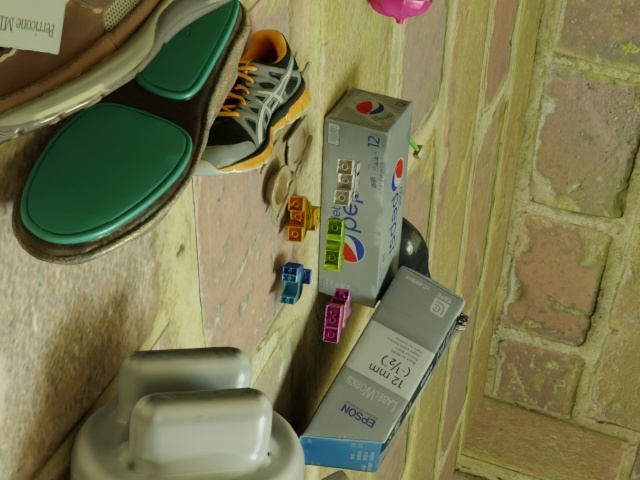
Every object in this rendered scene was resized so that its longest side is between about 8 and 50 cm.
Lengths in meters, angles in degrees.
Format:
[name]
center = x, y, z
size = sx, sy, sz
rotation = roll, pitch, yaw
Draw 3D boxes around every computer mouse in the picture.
[computer mouse]
center = 0.114, 0.054, 1.729
size = 0.072, 0.188, 0.272
rotation = -56, 147, -22

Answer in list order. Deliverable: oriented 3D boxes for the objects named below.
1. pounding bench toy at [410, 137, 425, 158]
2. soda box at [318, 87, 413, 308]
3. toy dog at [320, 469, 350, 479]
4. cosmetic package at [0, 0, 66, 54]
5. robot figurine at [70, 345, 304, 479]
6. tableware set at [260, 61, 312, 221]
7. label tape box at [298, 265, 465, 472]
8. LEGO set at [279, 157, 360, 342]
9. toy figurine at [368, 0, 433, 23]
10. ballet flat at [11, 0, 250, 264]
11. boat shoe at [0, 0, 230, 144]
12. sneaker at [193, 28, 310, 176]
[pounding bench toy]
center = 0.110, -0.150, 1.641
size = 0.065, 0.083, 0.052
rotation = 70, 38, -64
[soda box]
center = 0.058, -0.055, 1.536
size = 0.098, 0.091, 0.286
rotation = -53, 152, -48
[toy dog]
center = -0.002, 0.440, 1.574
size = 0.161, 0.220, 0.334
rotation = 66, 10, 23
[cosmetic package]
center = -0.183, -0.253, 0.529
size = 0.160, 0.113, 0.309
rotation = -20, 122, -71
[robot figurine]
center = -0.123, 0.270, 1.009
size = 0.300, 0.200, 0.353
rotation = -121, -146, -63
[tableware set]
center = -0.039, -0.111, 1.292
size = 0.168, 0.020, 0.141
rotation = 81, 28, -53
[label tape box]
center = 0.071, 0.237, 1.625
size = 0.347, 0.115, 0.249
rotation = -60, 170, -17
[LEGO set]
center = 0.000, 0.000, 1.408
size = 0.093, 0.087, 0.227
rotation = -43, 140, -72
[toy figurine]
center = 0.111, -0.369, 1.478
size = 0.173, 0.130, 0.159
rotation = -94, -164, -46
[ballet flat]
center = -0.133, -0.074, 0.875
size = 0.106, 0.108, 0.316
rotation = 106, 10, -50
[boat shoe]
center = -0.155, -0.162, 0.736
size = 0.324, 0.123, 0.116
rotation = -48, 116, -41
[sneaker]
center = -0.078, -0.127, 1.066
size = 0.215, 0.084, 0.083
rotation = -60, 145, -52
